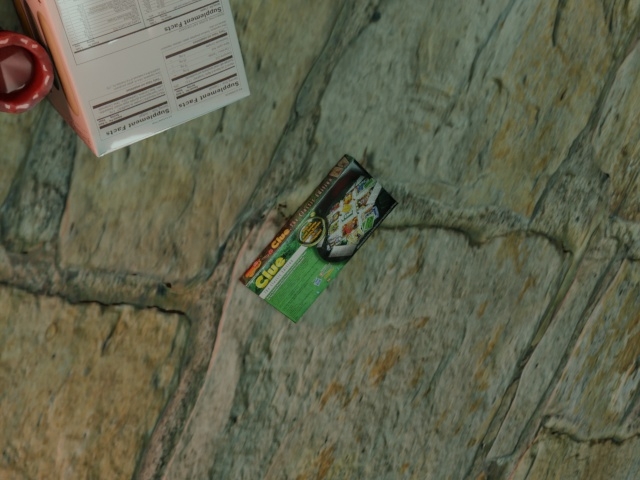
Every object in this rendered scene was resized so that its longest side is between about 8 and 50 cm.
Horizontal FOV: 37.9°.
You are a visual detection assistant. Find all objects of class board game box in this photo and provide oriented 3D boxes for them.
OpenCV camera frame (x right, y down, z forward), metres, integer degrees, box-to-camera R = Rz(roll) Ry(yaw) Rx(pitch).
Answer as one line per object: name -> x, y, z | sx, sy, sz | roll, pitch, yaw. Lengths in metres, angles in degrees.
board game box -> 0.000, 0.000, 1.482 | 0.260, 0.030, 0.136 | -49, 134, -1

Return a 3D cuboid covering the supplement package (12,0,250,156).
supplement package -> -0.232, -0.275, 1.053 | 0.198, 0.199, 0.263 | -26, 127, -19

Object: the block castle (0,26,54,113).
block castle -> -0.528, -0.163, 0.909 | 0.453, 0.213, 0.303 | -36, 130, -12
